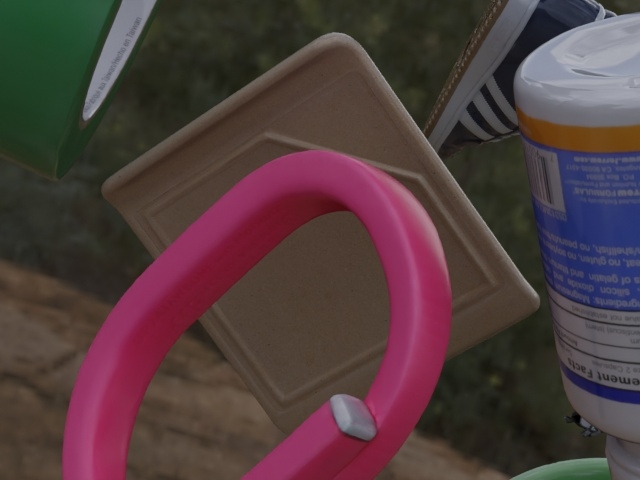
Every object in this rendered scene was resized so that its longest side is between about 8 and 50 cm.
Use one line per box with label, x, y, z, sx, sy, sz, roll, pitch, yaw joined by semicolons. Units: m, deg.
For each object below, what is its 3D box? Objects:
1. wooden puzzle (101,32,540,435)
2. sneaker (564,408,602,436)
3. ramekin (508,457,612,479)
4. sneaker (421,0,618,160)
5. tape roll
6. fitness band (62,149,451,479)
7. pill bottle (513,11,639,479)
wooden puzzle;0.000;0.000;1.300;0.238;0.221;0.044;52;28;-13
sneaker;0.242;0.139;1.657;0.038;0.069;0.098;55;24;-8
ramekin;0.256;0.365;1.749;0.303;0.148;0.303;-4;49;5
sneaker;0.193;-0.129;1.721;0.153;0.282;0.099;26;59;-2
tape roll;-0.153;-0.202;1.353;0.077;0.321;0.321;24;22;-2
fitness band;-0.046;0.076;1.109;0.054;0.291;0.209;23;35;-42
pill bottle;0.201;0.019;1.061;0.152;0.272;0.152;-11;22;5
